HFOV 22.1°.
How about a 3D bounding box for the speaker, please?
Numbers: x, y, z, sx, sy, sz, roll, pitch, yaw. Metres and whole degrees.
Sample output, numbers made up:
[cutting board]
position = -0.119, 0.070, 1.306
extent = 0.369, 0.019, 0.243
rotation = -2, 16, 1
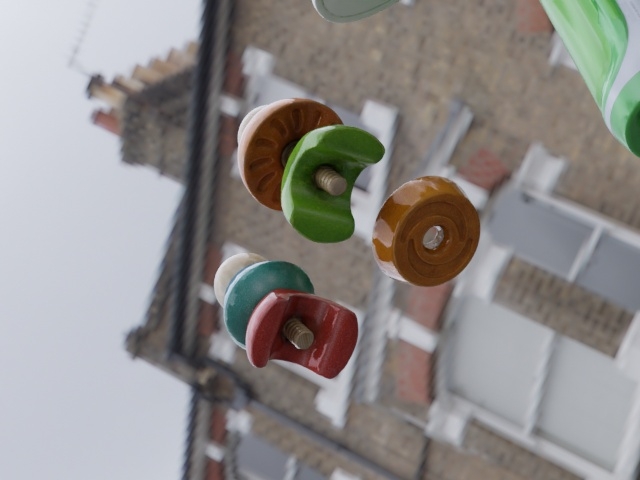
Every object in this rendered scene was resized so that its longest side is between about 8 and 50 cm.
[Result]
[speaker]
position = 0.286, -0.212, 1.562
extent = 0.131, 0.296, 0.131
rotation = -10, -43, -10

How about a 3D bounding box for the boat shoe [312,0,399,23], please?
[boat shoe]
position = 0.092, -0.370, 1.763
extent = 0.319, 0.099, 0.116
rotation = -50, -48, 2

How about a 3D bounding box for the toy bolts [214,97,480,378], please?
[toy bolts]
position = 0.000, 0.000, 1.457
extent = 0.218, 0.158, 0.228
rotation = 18, -79, -33
